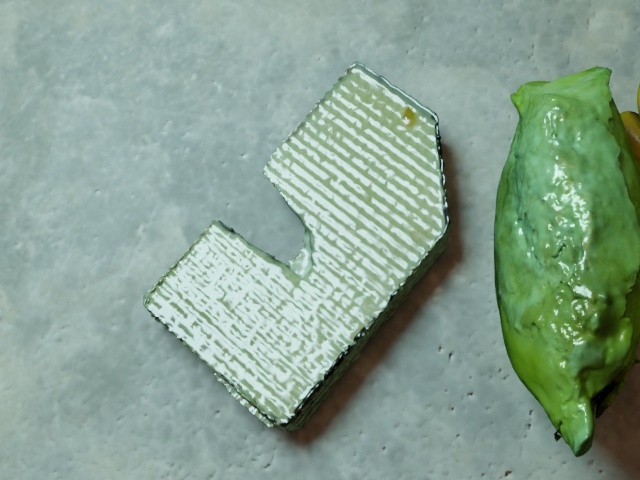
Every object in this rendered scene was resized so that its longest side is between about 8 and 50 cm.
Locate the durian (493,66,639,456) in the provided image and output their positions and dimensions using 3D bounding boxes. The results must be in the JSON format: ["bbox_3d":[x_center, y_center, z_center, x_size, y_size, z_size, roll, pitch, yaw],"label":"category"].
[{"bbox_3d":[0.159,0.011,0.639,0.101,0.139,0.250,-1,77,23],"label":"durian"}]

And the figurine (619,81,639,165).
[{"bbox_3d":[0.286,-0.012,0.643,0.156,0.131,0.246,-40,56,0],"label":"figurine"}]

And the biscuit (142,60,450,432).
[{"bbox_3d":[0.000,0.000,0.716,0.147,0.046,0.250,36,81,19],"label":"biscuit"}]
